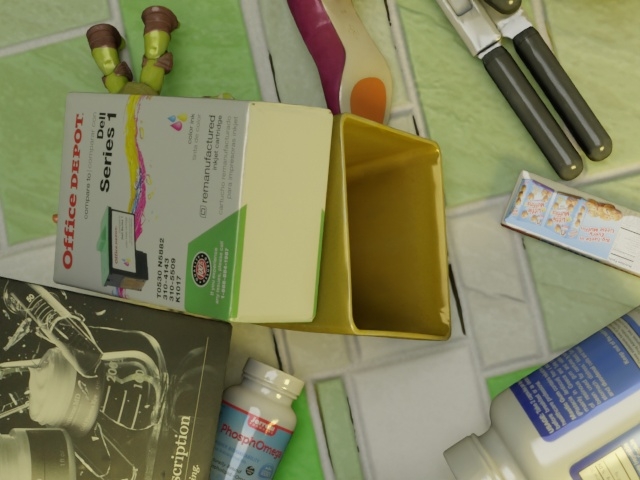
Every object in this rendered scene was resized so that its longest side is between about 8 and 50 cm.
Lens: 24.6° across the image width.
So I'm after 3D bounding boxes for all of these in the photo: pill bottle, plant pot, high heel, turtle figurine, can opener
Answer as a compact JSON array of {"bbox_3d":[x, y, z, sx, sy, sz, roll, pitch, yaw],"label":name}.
[{"bbox_3d":[0.265,0.188,1.470,0.272,0.152,0.152,-32,78,3],"label":"pill bottle"},{"bbox_3d":[0.000,0.000,1.511,0.187,0.212,0.212,-6,81,31],"label":"plant pot"},{"bbox_3d":[0.008,-0.201,1.629,0.117,0.082,0.244,-3,100,49],"label":"high heel"},{"bbox_3d":[-0.209,-0.138,1.614,0.269,0.087,0.217,-22,65,28],"label":"turtle figurine"},{"bbox_3d":[-0.078,0.209,1.549,0.087,0.087,0.160,23,85,11],"label":"pill bottle"},{"bbox_3d":[0.210,-0.199,1.570,0.076,0.095,0.283,-33,77,3],"label":"can opener"}]

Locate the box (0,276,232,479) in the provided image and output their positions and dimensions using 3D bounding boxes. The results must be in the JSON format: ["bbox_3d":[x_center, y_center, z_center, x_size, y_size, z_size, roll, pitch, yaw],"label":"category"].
[{"bbox_3d":[-0.282,0.221,1.425,0.312,0.179,0.343,13,79,-29],"label":"box"}]

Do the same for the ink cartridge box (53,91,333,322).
[{"bbox_3d":[-0.131,-0.038,1.427,0.278,0.117,0.201,8,95,44],"label":"ink cartridge box"}]

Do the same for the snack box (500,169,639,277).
[{"bbox_3d":[0.286,-0.015,1.566,0.178,0.022,0.064,21,85,11],"label":"snack box"}]
